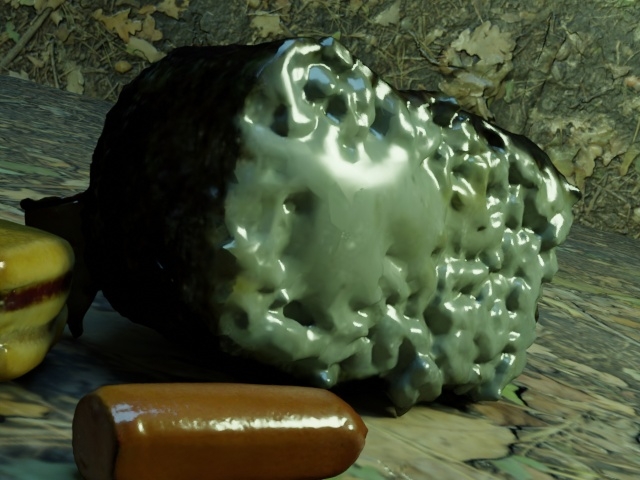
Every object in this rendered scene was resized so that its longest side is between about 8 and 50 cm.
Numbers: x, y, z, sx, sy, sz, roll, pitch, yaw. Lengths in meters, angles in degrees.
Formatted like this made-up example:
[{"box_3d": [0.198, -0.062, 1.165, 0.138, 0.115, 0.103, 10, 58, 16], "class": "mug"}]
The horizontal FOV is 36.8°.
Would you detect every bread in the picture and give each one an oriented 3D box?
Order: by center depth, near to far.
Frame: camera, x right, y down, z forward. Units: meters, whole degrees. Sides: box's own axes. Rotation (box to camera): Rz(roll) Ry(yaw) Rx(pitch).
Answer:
[{"box_3d": [-0.216, 0.011, 0.432, 0.200, 0.077, 0.116, 12, 10, -2], "class": "bread"}]

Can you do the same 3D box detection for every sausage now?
[{"box_3d": [-0.036, 0.080, 0.398, 0.131, 0.041, 0.039, 8, 14, -37], "class": "sausage"}]

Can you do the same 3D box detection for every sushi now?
[{"box_3d": [0.000, 0.000, 0.577, 0.343, 0.196, 0.182, 13, -11, -42], "class": "sushi"}]
